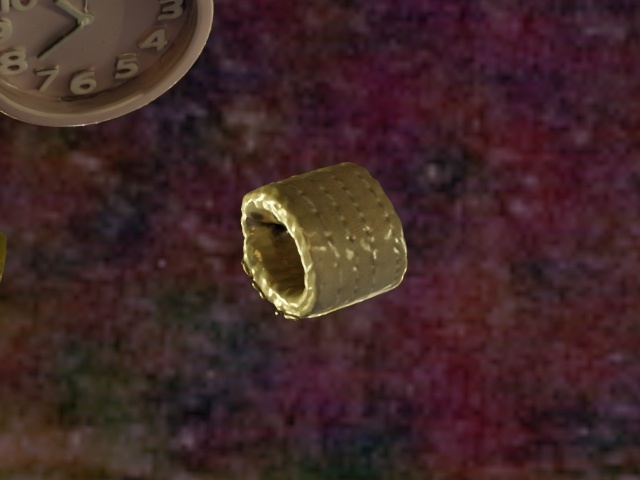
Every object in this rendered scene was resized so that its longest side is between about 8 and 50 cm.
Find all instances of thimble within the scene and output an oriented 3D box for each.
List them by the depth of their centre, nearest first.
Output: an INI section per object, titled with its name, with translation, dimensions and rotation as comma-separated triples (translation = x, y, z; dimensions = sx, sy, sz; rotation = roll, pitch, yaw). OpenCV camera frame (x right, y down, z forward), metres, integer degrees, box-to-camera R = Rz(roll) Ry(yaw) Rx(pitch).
[thimble]
translation = 0.000, 0.000, 1.388
dimensions = 0.090, 0.102, 0.115
rotation = -18, -158, -27

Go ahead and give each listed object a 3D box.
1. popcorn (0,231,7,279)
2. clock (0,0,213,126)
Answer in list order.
[popcorn]
translation = -0.318, 0.016, 1.007
dimensions = 0.293, 0.293, 0.237
rotation = 17, 142, -41
[clock]
translation = -0.185, -0.179, 1.415
dimensions = 0.197, 0.068, 0.197
rotation = -15, 142, -12
